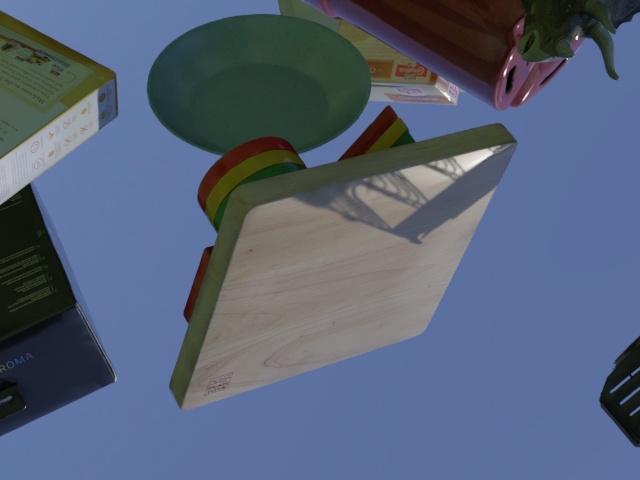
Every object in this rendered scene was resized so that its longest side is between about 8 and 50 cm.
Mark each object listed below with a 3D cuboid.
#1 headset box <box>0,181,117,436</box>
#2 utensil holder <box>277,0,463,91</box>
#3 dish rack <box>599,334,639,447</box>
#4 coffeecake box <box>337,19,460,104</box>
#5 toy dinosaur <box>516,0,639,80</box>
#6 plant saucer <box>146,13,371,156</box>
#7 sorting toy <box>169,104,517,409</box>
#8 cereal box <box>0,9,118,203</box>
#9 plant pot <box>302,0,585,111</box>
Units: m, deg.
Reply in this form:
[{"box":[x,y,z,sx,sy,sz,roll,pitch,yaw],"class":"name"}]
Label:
[{"box":[-0.380,0.087,1.687,0.246,0.131,0.283,-26,-137,-7],"class":"headset box"},{"box":[0.162,-0.364,2.185,0.327,0.328,0.385,-56,-154,-8],"class":"utensil holder"},{"box":[0.391,0.170,1.372,0.208,0.271,0.074,-41,-173,6],"class":"dish rack"},{"box":[0.100,-0.255,1.793,0.142,0.068,0.185,6,-104,30],"class":"coffeecake box"},{"box":[0.176,-0.261,1.097,0.160,0.121,0.313,8,-96,31],"class":"toy dinosaur"},{"box":[-0.053,-0.125,1.355,0.195,0.037,0.195,0,-135,0],"class":"plant saucer"},{"box":[0.000,0.000,1.290,0.089,0.257,0.255,56,-36,29],"class":"sorting toy"},{"box":[-0.278,-0.074,1.040,0.173,0.047,0.240,30,-130,23],"class":"cereal box"},{"box":[0.129,-0.277,1.488,0.265,0.272,0.272,39,-91,18],"class":"plant pot"}]
